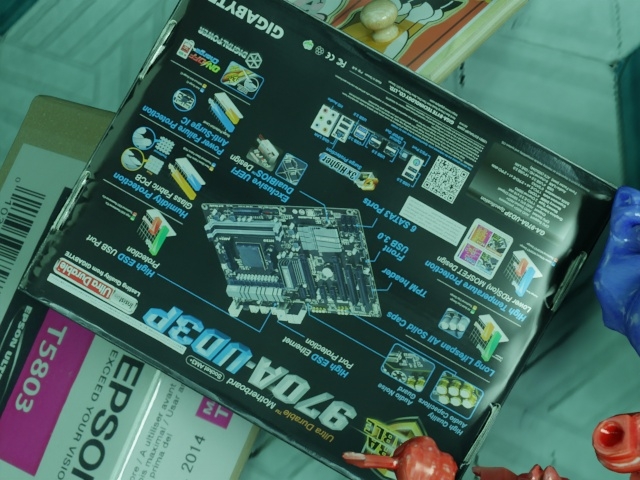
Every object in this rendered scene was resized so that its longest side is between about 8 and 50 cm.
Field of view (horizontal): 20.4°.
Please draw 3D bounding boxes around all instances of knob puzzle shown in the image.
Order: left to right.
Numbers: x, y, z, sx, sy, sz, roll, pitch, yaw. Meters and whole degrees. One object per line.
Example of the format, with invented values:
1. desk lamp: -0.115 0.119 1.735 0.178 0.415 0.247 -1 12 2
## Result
1. knob puzzle: -0.018 -0.096 0.909 0.213 0.030 0.213 -14 36 10

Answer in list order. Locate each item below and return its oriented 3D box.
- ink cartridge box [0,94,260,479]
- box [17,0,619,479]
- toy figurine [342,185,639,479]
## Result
1. ink cartridge box: -0.116 0.055 0.946 0.193 0.088 0.234 16 80 43
2. box: 0.000 0.000 0.814 0.220 0.051 0.175 29 90 1
3. toy figurine: 0.204 0.009 0.650 0.363 0.191 0.217 -6 62 36
